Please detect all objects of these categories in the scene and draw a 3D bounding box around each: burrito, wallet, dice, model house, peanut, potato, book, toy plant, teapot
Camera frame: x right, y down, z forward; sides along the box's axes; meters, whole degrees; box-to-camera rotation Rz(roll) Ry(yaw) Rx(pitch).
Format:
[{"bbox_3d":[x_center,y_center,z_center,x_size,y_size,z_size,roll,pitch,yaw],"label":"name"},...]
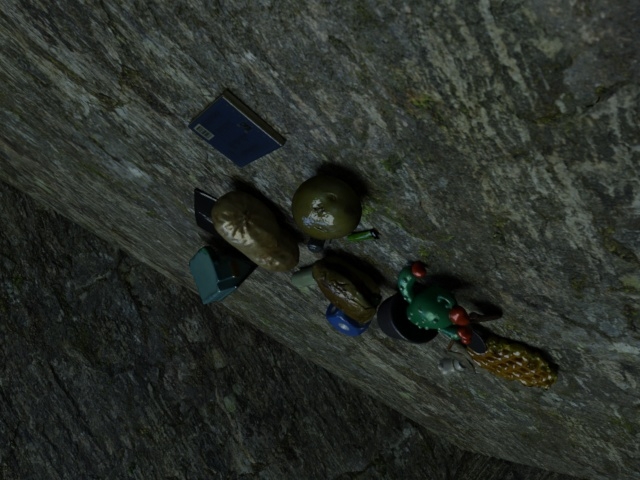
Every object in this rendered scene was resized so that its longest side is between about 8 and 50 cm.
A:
[{"bbox_3d":[0.563,0.448,1.964,0.226,0.060,0.087,36,150,-13],"label":"burrito"},{"bbox_3d":[-0.379,-0.068,2.004,0.247,0.041,0.323,28,155,1],"label":"wallet"},{"bbox_3d":[0.116,0.282,2.034,0.146,0.146,0.143,37,156,-17],"label":"dice"},{"bbox_3d":[-0.421,0.132,2.360,0.280,0.249,0.229,-33,77,54],"label":"model house"},{"bbox_3d":[-0.202,-0.024,1.718,0.192,0.169,0.387,4,151,39],"label":"peanut"},{"bbox_3d":[0.011,-0.076,1.346,0.174,0.159,0.251,53,167,3],"label":"potato"},{"bbox_3d":[-0.226,-0.282,1.355,0.191,0.025,0.269,37,157,-23],"label":"book"},{"bbox_3d":[0.306,0.216,1.609,0.400,0.185,0.279,140,112,-71],"label":"toy plant"},{"bbox_3d":[-0.002,-0.002,1.624,0.064,0.083,0.049,12,156,20],"label":"teapot"}]

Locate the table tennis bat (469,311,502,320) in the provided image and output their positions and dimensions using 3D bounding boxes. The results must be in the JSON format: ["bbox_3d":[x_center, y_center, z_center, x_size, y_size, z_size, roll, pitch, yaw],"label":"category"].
[{"bbox_3d":[0.473,0.183,1.556,0.108,0.119,0.170,-16,160,28],"label":"table tennis bat"}]

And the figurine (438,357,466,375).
[{"bbox_3d":[0.557,0.493,2.086,0.146,0.081,0.098,-25,169,31],"label":"figurine"}]

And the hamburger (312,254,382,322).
[{"bbox_3d":[0.084,0.171,1.795,0.266,0.134,0.285,28,159,24],"label":"hamburger"}]

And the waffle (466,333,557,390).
[{"bbox_3d":[0.649,0.420,1.787,0.325,0.068,0.302,6,150,42],"label":"waffle"}]

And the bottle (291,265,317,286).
[{"bbox_3d":[-0.043,0.141,2.016,0.072,0.072,0.201,35,158,-16],"label":"bottle"}]

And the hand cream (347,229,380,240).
[{"bbox_3d":[0.125,-0.012,1.524,0.036,0.023,0.122,51,151,-21],"label":"hand cream"}]

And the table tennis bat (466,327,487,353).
[{"bbox_3d":[0.495,0.314,1.729,0.158,0.014,0.095,53,154,1],"label":"table tennis bat"}]
